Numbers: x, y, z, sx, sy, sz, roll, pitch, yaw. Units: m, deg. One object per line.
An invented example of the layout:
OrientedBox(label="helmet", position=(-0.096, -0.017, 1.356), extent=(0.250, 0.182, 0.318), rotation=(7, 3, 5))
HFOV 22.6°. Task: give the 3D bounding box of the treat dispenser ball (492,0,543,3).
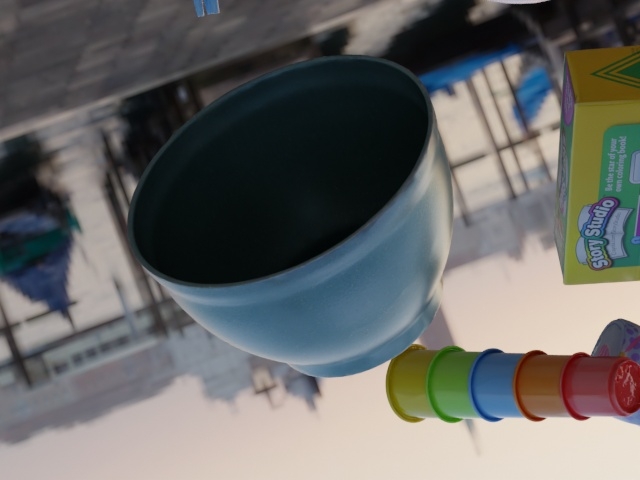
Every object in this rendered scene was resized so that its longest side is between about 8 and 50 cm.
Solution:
OrientedBox(label="treat dispenser ball", position=(0.202, -0.384, 1.606), extent=(0.288, 0.288, 0.288), rotation=(-20, 179, 0))

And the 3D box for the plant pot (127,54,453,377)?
OrientedBox(label="plant pot", position=(0.000, 0.000, 1.451), extent=(0.293, 0.196, 0.293), rotation=(-19, -142, 15))

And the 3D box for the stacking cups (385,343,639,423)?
OrientedBox(label="stacking cups", position=(0.218, 0.167, 1.782), extent=(0.316, 0.096, 0.096), rotation=(-1, -167, 45))

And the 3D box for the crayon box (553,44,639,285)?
OrientedBox(label="crayon box", position=(0.465, -0.097, 2.046), extent=(0.313, 0.106, 0.363), rotation=(-3, 141, 3))

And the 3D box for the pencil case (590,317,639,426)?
OrientedBox(label="pencil case", position=(0.432, 0.183, 1.808), extent=(0.124, 0.273, 0.113), rotation=(119, -9, -54))

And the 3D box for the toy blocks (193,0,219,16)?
OrientedBox(label="toy blocks", position=(-0.148, -0.307, 1.670), extent=(0.054, 0.148, 0.123), rotation=(-16, -168, -33))
